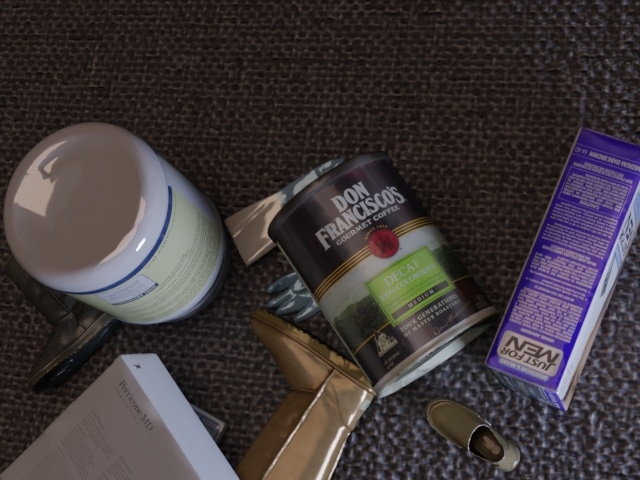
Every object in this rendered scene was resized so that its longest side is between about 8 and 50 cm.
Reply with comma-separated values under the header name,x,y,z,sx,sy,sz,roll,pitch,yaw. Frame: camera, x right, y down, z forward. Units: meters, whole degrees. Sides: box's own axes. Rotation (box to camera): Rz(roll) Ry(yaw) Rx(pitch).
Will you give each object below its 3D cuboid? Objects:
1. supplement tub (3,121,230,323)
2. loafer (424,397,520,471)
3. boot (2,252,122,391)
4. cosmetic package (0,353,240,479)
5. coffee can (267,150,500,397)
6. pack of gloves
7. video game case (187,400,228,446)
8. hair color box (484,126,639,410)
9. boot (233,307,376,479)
name,x,y,z,sx,sy,sz,roll,pitch,yaw
supplement tub,-0.276,-0.011,1.667,0.235,0.325,0.235,-5,73,15
loafer,0.206,0.261,1.592,0.148,0.050,0.056,29,84,22
boot,-0.433,0.106,1.817,0.190,0.076,0.208,-42,74,-14
cosmetic package,-0.248,0.391,1.624,0.284,0.097,0.377,-44,69,20
coffee can,0.085,0.045,1.590,0.201,0.201,0.275,-36,77,4
pack of gloves,0.000,0.000,1.746,0.232,0.046,0.195,-29,80,10
video game case,-0.263,0.309,1.734,0.201,0.023,0.183,26,83,21
hair color box,0.336,0.043,1.544,0.110,0.185,0.338,22,82,20
boot,-0.066,0.259,1.656,0.236,0.089,0.269,31,87,24
